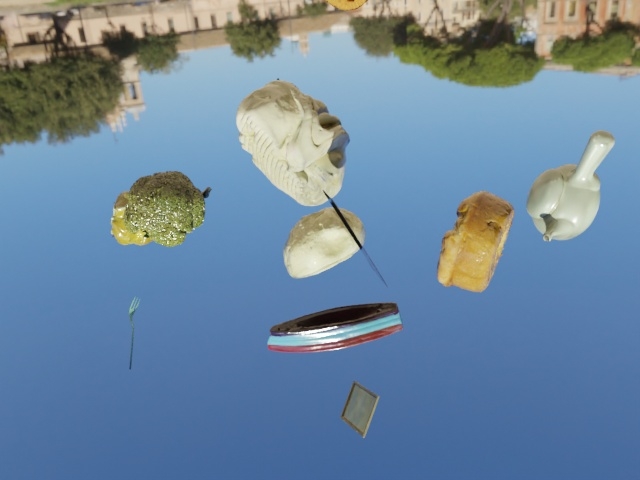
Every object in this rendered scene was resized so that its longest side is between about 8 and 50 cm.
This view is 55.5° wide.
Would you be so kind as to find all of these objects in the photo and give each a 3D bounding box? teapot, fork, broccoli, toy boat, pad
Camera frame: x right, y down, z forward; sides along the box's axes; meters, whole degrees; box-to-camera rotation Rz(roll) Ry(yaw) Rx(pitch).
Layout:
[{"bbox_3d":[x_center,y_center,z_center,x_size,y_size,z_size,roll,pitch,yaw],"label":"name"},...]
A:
[{"bbox_3d":[0.655,-0.150,1.590,0.149,0.318,0.220,16,-156,-13],"label":"teapot"},{"bbox_3d":[-0.615,0.299,1.977,0.021,0.235,0.039,-4,163,19],"label":"fork"},{"bbox_3d":[-0.256,-0.053,1.011,0.130,0.131,0.120,14,157,-10],"label":"broccoli"},{"bbox_3d":[0.034,0.243,1.718,0.392,0.079,0.136,-11,-139,3],"label":"toy boat"},{"bbox_3d":[0.085,-0.007,1.525,0.004,0.267,0.181,-34,-162,0],"label":"pad"}]

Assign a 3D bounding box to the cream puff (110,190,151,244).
[{"bbox_3d":[-0.448,-0.053,1.522,0.156,0.156,0.121,-9,-143,-11],"label":"cream puff"}]

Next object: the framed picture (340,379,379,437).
[{"bbox_3d":[0.126,0.548,1.993,0.010,0.136,0.201,24,174,-19],"label":"framed picture"}]

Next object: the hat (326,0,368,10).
[{"bbox_3d":[0.098,-0.784,1.767,0.233,0.244,0.233,-19,-171,13],"label":"hat"}]

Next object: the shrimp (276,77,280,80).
[{"bbox_3d":[-0.161,-0.425,1.870,0.101,0.190,0.042,-2,-121,-32],"label":"shrimp"}]

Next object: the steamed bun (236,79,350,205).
[{"bbox_3d":[-0.060,-0.294,1.733,0.247,0.339,0.352,-43,-105,-15],"label":"steamed bun"}]

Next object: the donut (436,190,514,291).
[{"bbox_3d":[0.453,0.007,1.779,0.150,0.299,0.317,21,-176,21],"label":"donut"}]

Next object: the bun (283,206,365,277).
[{"bbox_3d":[0.000,0.000,2.429,0.349,0.227,0.352,-24,173,-38],"label":"bun"}]
